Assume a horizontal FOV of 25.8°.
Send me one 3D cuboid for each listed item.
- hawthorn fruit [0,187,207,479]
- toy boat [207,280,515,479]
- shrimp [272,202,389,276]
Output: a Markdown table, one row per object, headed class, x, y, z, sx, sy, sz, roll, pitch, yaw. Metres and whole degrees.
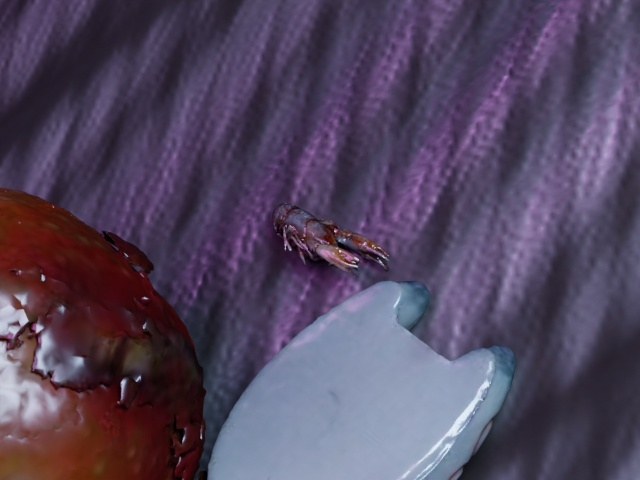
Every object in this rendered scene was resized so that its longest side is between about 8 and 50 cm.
| class | x | y | z | sx | sy | sz | roll | pitch | yaw |
| --- | --- | --- | --- | --- | --- | --- | --- | --- | --- |
| hawthorn fruit | -0.224 | 0.113 | 0.822 | 0.316 | 0.316 | 0.316 | -9 | 65 | 21 |
| toy boat | 0.020 | 0.122 | 0.838 | 0.134 | 0.079 | 0.208 | 36 | 75 | 29 |
| shrimp | 0.000 | 0.002 | 0.909 | 0.092 | 0.038 | 0.029 | 19 | 120 | 29 |
